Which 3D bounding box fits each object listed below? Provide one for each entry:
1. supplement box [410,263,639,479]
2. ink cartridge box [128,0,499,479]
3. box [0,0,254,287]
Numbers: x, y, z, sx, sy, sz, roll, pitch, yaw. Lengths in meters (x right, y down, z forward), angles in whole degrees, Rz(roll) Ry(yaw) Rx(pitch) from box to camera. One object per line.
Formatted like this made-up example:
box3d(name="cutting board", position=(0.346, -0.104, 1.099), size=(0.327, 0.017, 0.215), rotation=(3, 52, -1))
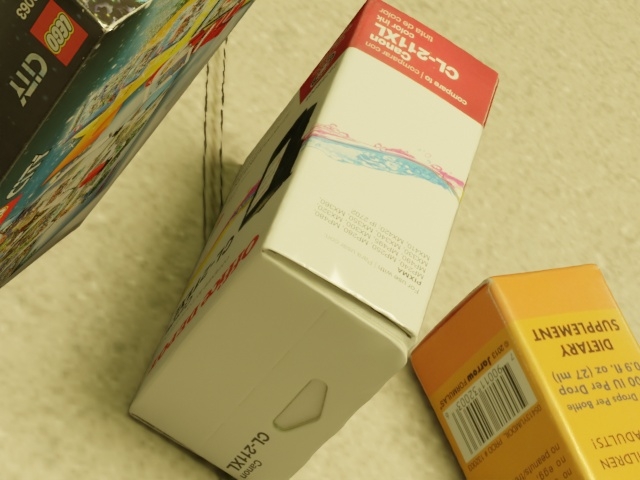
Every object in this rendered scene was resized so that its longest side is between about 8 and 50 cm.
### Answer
box3d(name="supplement box", position=(0.129, 0.128, 0.770), size=(0.078, 0.080, 0.233), rotation=(-6, 62, -38))
box3d(name="ink cartridge box", position=(0.000, 0.000, 0.739), size=(0.072, 0.127, 0.175), rotation=(32, 42, -10))
box3d(name="box", position=(-0.097, -0.047, 0.624), size=(0.044, 0.233, 0.159), rotation=(45, 41, 2))
